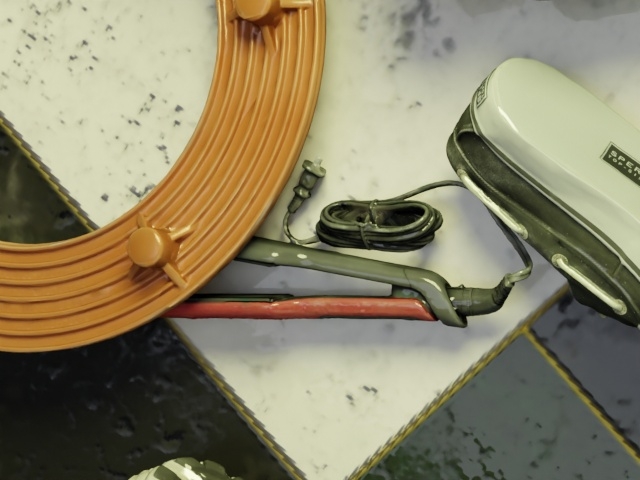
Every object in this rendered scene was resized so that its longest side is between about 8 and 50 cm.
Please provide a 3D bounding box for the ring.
[{"bbox_3d":[-0.158,-0.107,0.907,0.336,0.032,0.337,-2,85,21],"label":"ring"}]

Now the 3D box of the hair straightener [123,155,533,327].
[{"bbox_3d":[0.000,0.000,0.873,0.230,0.047,0.089,2,93,24],"label":"hair straightener"}]

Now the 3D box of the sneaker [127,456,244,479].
[{"bbox_3d":[-0.029,0.248,0.888,0.118,0.107,0.279,-42,76,34],"label":"sneaker"}]

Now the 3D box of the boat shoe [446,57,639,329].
[{"bbox_3d":[0.157,0.002,0.817,0.219,0.078,0.070,43,139,8],"label":"boat shoe"}]
